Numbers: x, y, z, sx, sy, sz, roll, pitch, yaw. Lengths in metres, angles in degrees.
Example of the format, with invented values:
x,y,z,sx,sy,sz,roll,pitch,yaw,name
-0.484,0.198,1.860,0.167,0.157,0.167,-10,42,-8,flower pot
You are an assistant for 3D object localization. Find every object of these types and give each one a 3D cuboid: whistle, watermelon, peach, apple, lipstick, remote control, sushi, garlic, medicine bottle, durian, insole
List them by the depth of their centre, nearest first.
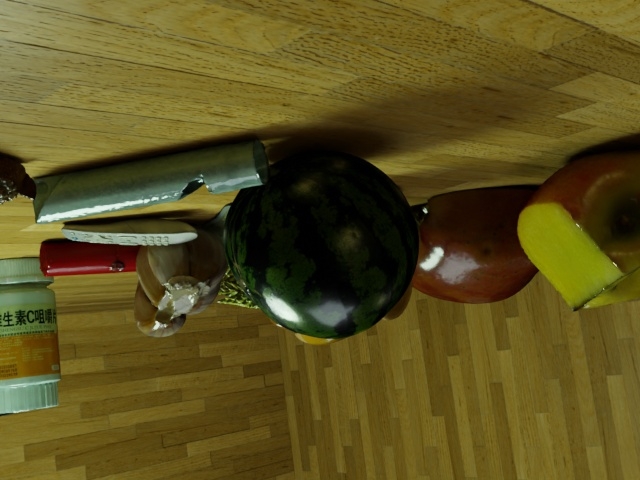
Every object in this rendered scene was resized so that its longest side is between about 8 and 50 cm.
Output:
x,y,z,sx,sy,sz,roll,pitch,yaw,name
-0.377,-0.067,0.887,0.052,0.055,0.120,-3,172,14,sushi
-0.218,-0.072,0.981,0.312,0.062,0.062,-9,173,11,whistle
0.003,0.004,1.044,0.269,0.269,0.269,-7,173,-1,watermelon
0.518,-0.031,1.362,0.306,0.242,0.380,-28,159,-2,peach
-0.329,-0.018,1.367,0.229,0.044,0.073,2,168,-8,remote control
-0.166,-0.015,1.482,0.109,0.007,0.322,26,163,-10,insole
-0.267,0.075,1.504,0.160,0.191,0.214,-1,133,-24,garlic
-0.404,0.031,1.551,0.279,0.073,0.073,-3,172,-32,lipstick
0.321,-0.007,1.675,0.365,0.329,0.295,4,-153,-38,apple
-0.640,0.204,1.675,0.158,0.318,0.158,-6,173,-1,medicine bottle
-0.133,0.072,1.734,0.200,0.176,0.237,-16,174,27,durian

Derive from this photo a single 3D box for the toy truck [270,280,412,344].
x,y,z,sx,sy,sz,roll,pitch,yaw,name
0.038,0.045,1.401,0.211,0.288,0.204,2,178,26,toy truck
